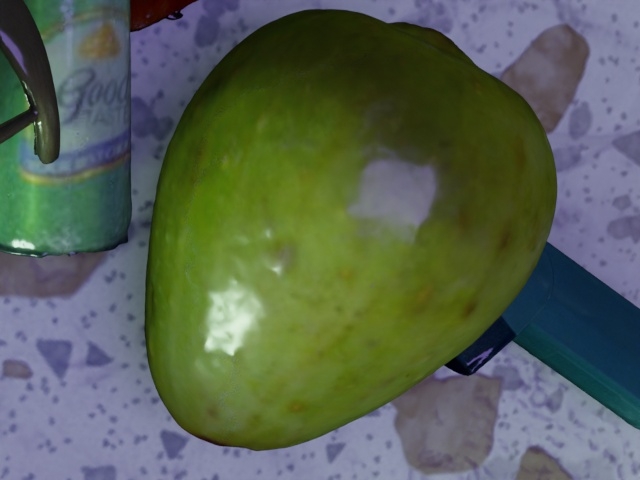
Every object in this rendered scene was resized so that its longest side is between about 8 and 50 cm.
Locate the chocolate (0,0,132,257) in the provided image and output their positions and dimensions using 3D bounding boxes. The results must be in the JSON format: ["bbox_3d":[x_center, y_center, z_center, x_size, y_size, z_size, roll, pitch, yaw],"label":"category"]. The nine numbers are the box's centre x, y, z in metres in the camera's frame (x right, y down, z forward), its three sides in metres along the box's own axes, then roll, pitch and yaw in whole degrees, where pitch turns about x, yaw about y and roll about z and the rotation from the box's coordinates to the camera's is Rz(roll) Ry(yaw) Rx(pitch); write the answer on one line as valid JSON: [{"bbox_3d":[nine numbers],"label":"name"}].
[{"bbox_3d":[-0.171,-0.137,1.112,0.110,0.110,0.291,-3,112,-20],"label":"chocolate"}]

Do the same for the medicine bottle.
[{"bbox_3d":[0.199,0.088,1.336,0.258,0.079,0.124,32,83,-23],"label":"medicine bottle"}]

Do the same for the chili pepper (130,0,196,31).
[{"bbox_3d":[-0.088,-0.198,1.199,0.268,0.050,0.059,-25,90,-16],"label":"chili pepper"}]

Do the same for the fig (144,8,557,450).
[{"bbox_3d":[0.000,0.000,1.157,0.258,0.258,0.326,32,99,-22],"label":"fig"}]

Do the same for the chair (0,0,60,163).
[{"bbox_3d":[-0.315,-0.065,1.044,0.272,0.166,0.188,-34,88,-26],"label":"chair"}]
